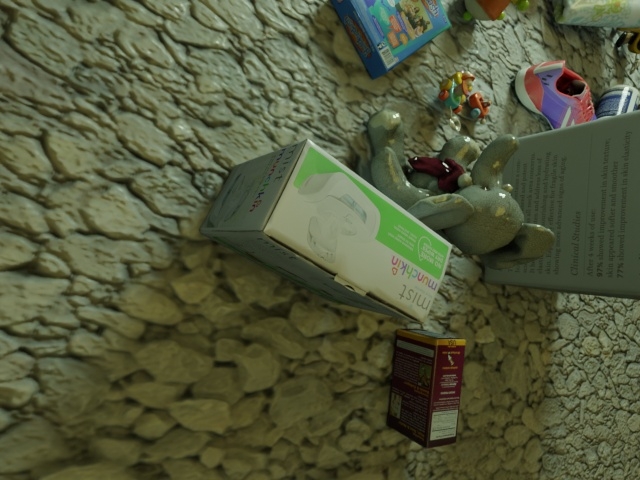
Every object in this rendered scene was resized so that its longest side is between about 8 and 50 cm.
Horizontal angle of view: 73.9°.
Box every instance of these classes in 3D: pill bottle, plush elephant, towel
[{"bbox_3d":[0.809,-0.334,1.177,0.094,0.094,0.169,34,73,-27],"label":"pill bottle"},{"bbox_3d":[0.232,-0.073,0.723,0.272,0.255,0.329,16,82,-31],"label":"plush elephant"},{"bbox_3d":[0.747,-0.737,1.090,0.321,0.090,0.374,-3,91,-7],"label":"towel"}]

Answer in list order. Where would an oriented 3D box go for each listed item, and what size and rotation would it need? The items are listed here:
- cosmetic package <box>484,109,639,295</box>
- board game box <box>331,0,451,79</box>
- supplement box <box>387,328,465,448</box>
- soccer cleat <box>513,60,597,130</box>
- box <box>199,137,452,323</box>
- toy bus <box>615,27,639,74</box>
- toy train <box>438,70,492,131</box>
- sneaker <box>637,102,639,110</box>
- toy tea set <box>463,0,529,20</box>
[{"bbox_3d":[0.611,-0.047,0.877,0.328,0.394,0.329,9,86,-31],"label":"cosmetic package"},{"bbox_3d":[0.137,-0.421,0.787,0.210,0.047,0.160,-41,110,-25],"label":"board game box"},{"bbox_3d":[0.195,0.267,0.790,0.081,0.104,0.188,9,86,-32],"label":"supplement box"},{"bbox_3d":[0.610,-0.333,1.040,0.318,0.116,0.108,20,79,-30],"label":"soccer cleat"},{"bbox_3d":[0.000,0.000,0.595,0.262,0.231,0.126,31,74,-27],"label":"box"},{"bbox_3d":[0.920,-0.630,1.238,0.105,0.191,0.202,21,74,14],"label":"toy bus"},{"bbox_3d":[0.306,-0.290,0.874,0.166,0.046,0.125,-35,101,-43],"label":"toy train"},{"bbox_3d":[0.901,-0.275,1.224,0.107,0.162,0.281,25,98,7],"label":"sneaker"},{"bbox_3d":[0.270,-0.559,0.837,0.336,0.124,0.200,47,31,-4],"label":"toy tea set"}]
